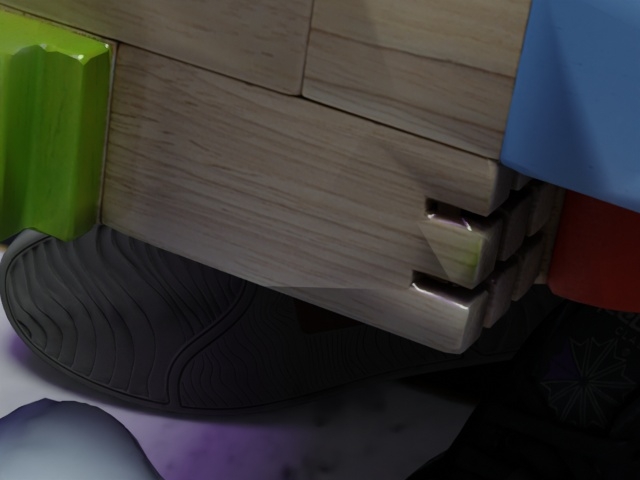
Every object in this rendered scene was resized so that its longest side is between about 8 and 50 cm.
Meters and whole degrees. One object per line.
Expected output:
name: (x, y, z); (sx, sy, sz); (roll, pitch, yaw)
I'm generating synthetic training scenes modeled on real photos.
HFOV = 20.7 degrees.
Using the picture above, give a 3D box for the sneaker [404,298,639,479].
sneaker: (0.064, 0.070, 0.521); (0.283, 0.124, 0.107); (-32, 50, -29)

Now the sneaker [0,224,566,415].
sneaker: (0.000, 0.000, 0.651); (0.222, 0.083, 0.118); (-3, 23, 9)

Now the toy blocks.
toy blocks: (0.091, -0.066, 0.486); (0.261, 0.190, 0.381); (20, 27, 22)

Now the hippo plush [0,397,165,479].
hippo plush: (-0.143, 0.053, 0.456); (0.237, 0.234, 0.294); (31, 20, 15)
